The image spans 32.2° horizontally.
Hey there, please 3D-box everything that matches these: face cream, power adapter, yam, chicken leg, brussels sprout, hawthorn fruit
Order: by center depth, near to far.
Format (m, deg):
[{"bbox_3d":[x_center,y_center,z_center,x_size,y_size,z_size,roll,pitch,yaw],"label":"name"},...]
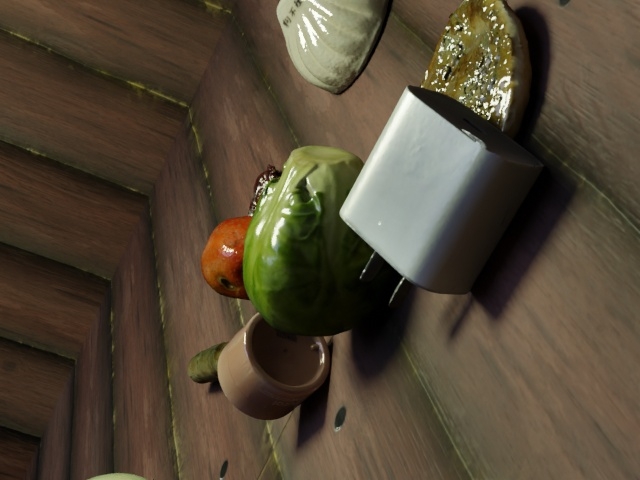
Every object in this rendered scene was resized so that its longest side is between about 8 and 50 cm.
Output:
[{"bbox_3d":[0.131,-0.036,1.363,0.187,0.124,0.255,44,116,38],"label":"power adapter"},{"bbox_3d":[0.000,0.000,1.601,0.210,0.219,0.271,-163,78,-68],"label":"brussels sprout"},{"bbox_3d":[-0.072,0.191,1.713,0.104,0.149,0.149,-47,29,46],"label":"face cream"},{"bbox_3d":[-0.116,0.046,2.009,0.165,0.165,0.285,-68,24,2],"label":"hawthorn fruit"},{"bbox_3d":[-0.185,0.231,2.115,0.317,0.067,0.071,-27,74,62],"label":"yam"},{"bbox_3d":[-0.118,-0.067,2.274,0.089,0.048,0.219,133,152,-54],"label":"chicken leg"}]

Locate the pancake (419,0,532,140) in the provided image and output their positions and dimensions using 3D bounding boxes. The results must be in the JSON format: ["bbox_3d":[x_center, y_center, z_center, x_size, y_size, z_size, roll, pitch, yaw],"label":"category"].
[{"bbox_3d":[0.180,-0.162,1.528,0.356,0.065,0.356,-56,22,37],"label":"pancake"}]

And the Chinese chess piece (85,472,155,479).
[{"bbox_3d":[-0.358,0.577,1.898,0.349,0.146,0.349,-2,-90,-90],"label":"Chinese chess piece"}]

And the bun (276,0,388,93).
[{"bbox_3d":[0.005,-0.429,2.131,0.263,0.175,0.263,-56,22,38],"label":"bun"}]
